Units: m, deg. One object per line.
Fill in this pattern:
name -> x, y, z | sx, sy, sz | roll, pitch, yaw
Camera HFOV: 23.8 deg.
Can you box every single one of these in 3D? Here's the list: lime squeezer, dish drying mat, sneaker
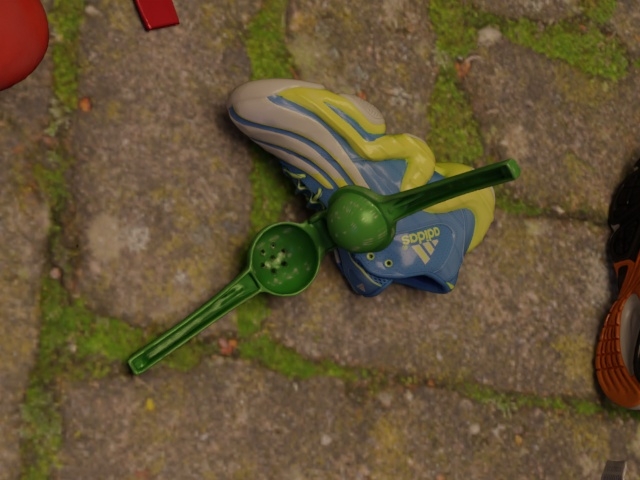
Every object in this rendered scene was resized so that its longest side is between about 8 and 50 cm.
lime squeezer -> 0.000, 0.000, 1.106 | 0.310, 0.110, 0.059 | -27, 87, 12
dish drying mat -> -0.137, -0.204, 1.187 | 0.032, 0.008, 0.083 | -19, 83, -33
sneaker -> 0.319, 0.033, 1.325 | 0.121, 0.099, 0.262 | 24, 72, -29
sneaker -> 0.027, -0.032, 1.176 | 0.240, 0.091, 0.126 | 23, 69, -19

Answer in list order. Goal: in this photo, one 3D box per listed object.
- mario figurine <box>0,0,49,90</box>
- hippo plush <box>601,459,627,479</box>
mario figurine -> -0.333, -0.098, 1.004 | 0.320, 0.170, 0.198 | -22, 122, -22
hippo plush -> 0.234, 0.323, 1.146 | 0.236, 0.234, 0.294 | 25, 76, -54
